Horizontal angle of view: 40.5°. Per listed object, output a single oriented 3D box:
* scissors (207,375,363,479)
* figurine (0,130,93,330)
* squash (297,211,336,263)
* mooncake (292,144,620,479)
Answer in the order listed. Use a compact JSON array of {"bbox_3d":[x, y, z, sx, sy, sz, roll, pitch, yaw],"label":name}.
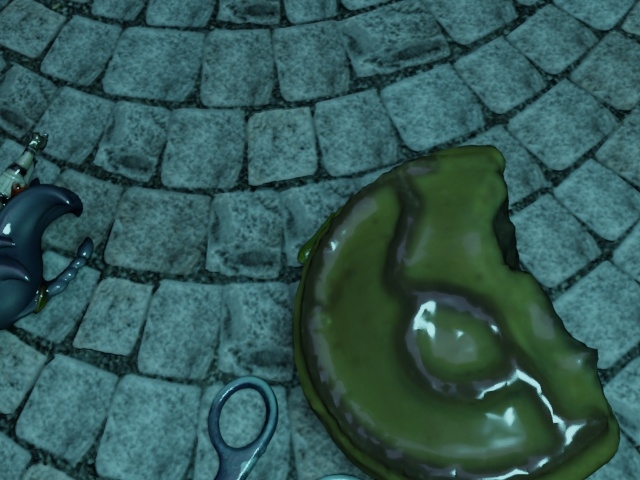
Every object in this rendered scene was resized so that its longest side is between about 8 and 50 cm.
[{"bbox_3d":[-0.140,0.358,1.018,0.383,0.029,0.256,-42,67,-12],"label":"scissors"},{"bbox_3d":[-0.417,0.000,1.143,0.265,0.175,0.197,-41,72,-4],"label":"figurine"},{"bbox_3d":[0.000,0.000,1.173,0.027,0.027,0.083,35,75,20],"label":"squash"},{"bbox_3d":[0.168,0.106,0.993,0.394,0.246,0.393,29,77,21],"label":"mooncake"}]
